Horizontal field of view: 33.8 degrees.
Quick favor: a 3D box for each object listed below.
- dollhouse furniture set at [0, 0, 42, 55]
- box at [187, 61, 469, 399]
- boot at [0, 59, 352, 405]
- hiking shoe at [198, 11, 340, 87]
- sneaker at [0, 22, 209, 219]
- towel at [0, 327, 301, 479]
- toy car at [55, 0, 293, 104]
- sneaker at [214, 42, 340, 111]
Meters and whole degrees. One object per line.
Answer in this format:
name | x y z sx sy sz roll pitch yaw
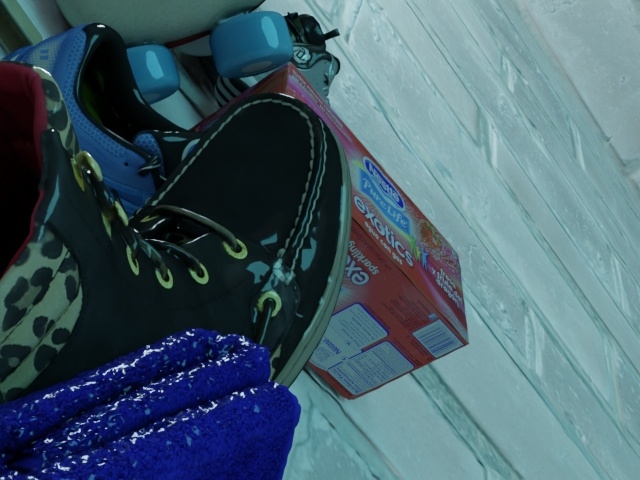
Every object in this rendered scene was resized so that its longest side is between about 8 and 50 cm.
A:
dollhouse furniture set | -0.262 -0.186 0.819 0.114 0.091 0.081 57 39 -17
box | 0.000 0.000 1.030 0.300 0.154 0.142 45 27 -29
boot | -0.109 0.010 0.570 0.377 0.138 0.284 -60 154 -23
hiking shoe | -0.059 -0.225 1.201 0.086 0.114 0.227 60 24 -1
sneaker | -0.135 -0.013 0.782 0.330 0.147 0.130 63 24 2
towel | -0.106 0.204 0.461 0.076 0.308 0.228 20 16 19
toy car | -0.141 -0.239 1.034 0.238 0.210 0.219 118 -45 -85
sneaker | 0.008 -0.134 1.125 0.229 0.086 0.132 42 56 -13
